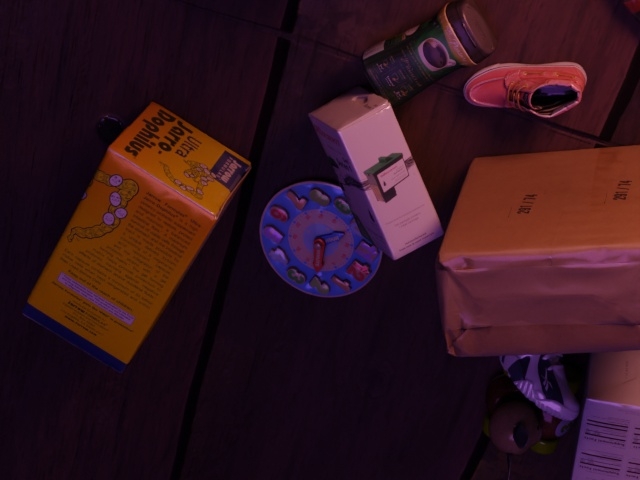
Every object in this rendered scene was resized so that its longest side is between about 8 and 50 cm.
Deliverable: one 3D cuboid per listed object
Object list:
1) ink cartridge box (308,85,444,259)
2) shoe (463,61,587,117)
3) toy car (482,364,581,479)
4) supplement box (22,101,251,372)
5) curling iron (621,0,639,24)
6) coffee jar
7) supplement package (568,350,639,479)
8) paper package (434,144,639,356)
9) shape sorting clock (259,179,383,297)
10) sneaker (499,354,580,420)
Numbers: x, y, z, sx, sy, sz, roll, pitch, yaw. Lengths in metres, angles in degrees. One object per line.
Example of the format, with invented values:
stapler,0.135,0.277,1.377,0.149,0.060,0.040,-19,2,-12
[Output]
ink cartridge box,0.080,-0.102,1.882,0.093,0.160,0.219,-28,110,-8
shoe,0.288,-0.213,1.820,0.178,0.081,0.063,-4,116,17
toy car,0.327,0.298,2.025,0.149,0.188,0.155,17,121,6
supplement box,-0.293,-0.004,2.026,0.195,0.194,0.356,32,121,-4
curling iron,0.436,-0.341,1.738,0.068,0.035,0.274,-36,105,24
coffee jar,0.157,-0.270,1.826,0.184,0.079,0.096,-25,106,27
supplement package,0.475,0.283,1.974,0.149,0.194,0.203,9,120,11
paper package,0.341,0.011,1.786,0.310,0.325,0.168,-3,116,17
shape sorting clock,0.000,0.000,2.038,0.206,0.040,0.206,6,119,11
sneaker,0.351,0.149,1.957,0.153,0.094,0.235,-48,54,20
